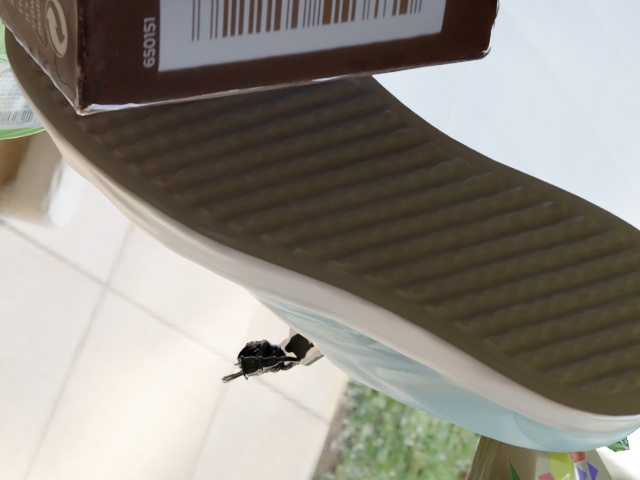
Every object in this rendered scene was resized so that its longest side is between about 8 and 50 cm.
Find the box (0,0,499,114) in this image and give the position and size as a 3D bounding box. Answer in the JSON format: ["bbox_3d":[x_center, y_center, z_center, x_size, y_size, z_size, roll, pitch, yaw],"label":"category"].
[{"bbox_3d":[-0.089,-0.204,0.647,0.191,0.381,0.143,-12,122,-27],"label":"box"}]

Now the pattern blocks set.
[{"bbox_3d":[0.174,0.195,1.096,0.325,0.026,0.285,-39,105,-55],"label":"pattern blocks set"}]

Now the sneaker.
[{"bbox_3d":[0.000,0.000,0.682,0.135,0.366,0.150,-51,170,-26],"label":"sneaker"}]

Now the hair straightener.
[{"bbox_3d":[-0.033,0.083,1.115,0.089,0.230,0.047,-11,86,-24],"label":"hair straightener"}]

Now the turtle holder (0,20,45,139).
[{"bbox_3d":[-0.272,-0.233,1.121,0.243,0.227,0.320,-21,153,-6],"label":"turtle holder"}]
